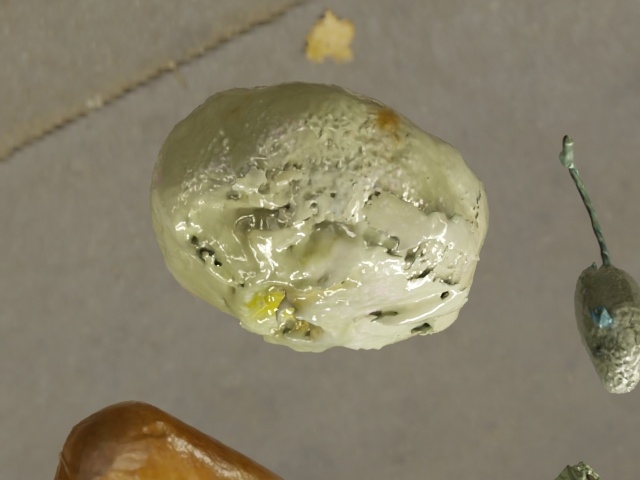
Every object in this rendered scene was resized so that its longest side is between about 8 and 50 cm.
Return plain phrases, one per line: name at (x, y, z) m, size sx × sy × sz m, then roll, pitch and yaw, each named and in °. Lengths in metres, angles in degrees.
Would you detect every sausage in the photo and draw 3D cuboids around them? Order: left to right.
sausage at (-0.046, 0.189, 1.146) m, size 0.270 × 0.109 × 0.109 m, roll 35°, pitch 114°, yaw -31°

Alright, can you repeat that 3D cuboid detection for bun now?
bun at (0.000, 0.000, 1.279) m, size 0.239 × 0.141 × 0.239 m, roll 13°, pitch 153°, yaw 7°

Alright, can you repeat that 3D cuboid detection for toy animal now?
toy animal at (0.265, 0.028, 1.752) m, size 0.070 × 0.252 × 0.079 m, roll 4°, pitch 149°, yaw -20°

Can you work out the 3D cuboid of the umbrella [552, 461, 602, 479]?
umbrella at (0.229, 0.282, 1.909) m, size 0.067 × 0.062 × 0.143 m, roll 34°, pitch 122°, yaw -26°
